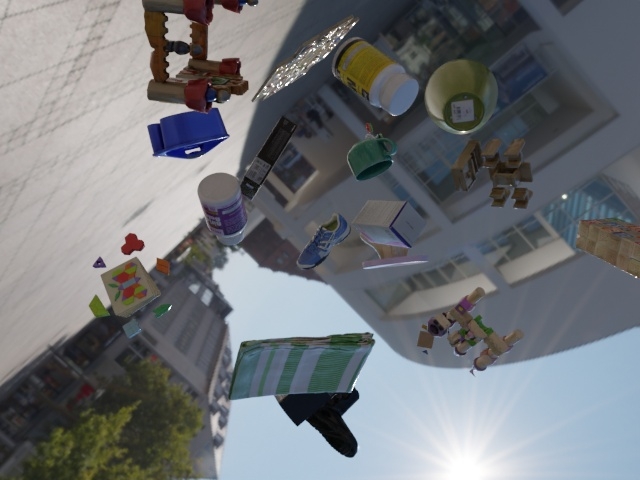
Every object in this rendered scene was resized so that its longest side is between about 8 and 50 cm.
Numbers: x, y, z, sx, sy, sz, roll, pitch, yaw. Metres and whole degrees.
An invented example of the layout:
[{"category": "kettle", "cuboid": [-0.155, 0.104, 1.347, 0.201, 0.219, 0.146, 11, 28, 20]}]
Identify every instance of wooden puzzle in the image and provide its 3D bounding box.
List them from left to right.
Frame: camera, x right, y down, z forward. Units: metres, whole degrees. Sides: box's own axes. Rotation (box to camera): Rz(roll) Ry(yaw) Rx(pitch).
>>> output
[{"category": "wooden puzzle", "cuboid": [0.441, 0.414, 2.320, 0.079, 0.014, 0.116, 11, -104, 39]}]

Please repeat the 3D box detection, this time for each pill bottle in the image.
[{"category": "pill bottle", "cuboid": [-0.388, -0.118, 2.252, 0.169, 0.169, 0.301, -49, 154, -29]}, {"category": "pill bottle", "cuboid": [0.136, -0.407, 1.384, 0.119, 0.208, 0.119, -32, 149, -22]}]

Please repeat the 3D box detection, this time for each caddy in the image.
[{"category": "caddy", "cuboid": [-0.539, -0.424, 2.284, 0.341, 0.179, 0.241, -23, -170, -41]}]

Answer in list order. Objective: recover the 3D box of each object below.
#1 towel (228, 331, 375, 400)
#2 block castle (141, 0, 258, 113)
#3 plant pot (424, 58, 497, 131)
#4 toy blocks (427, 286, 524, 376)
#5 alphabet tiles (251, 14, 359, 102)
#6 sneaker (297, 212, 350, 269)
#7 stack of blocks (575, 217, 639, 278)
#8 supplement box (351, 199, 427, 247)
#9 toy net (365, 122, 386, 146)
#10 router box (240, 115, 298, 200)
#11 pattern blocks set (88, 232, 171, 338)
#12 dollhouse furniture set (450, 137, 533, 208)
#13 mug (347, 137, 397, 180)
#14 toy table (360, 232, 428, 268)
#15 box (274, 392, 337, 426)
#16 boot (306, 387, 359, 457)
[{"category": "towel", "cuboid": [-0.048, 0.312, 1.349, 0.247, 0.325, 0.038, 107, -25, -42]}, {"category": "block castle", "cuboid": [-0.301, -0.531, 1.497, 0.453, 0.213, 0.302, -82, 178, -64]}, {"category": "plant pot", "cuboid": [0.511, -0.493, 2.002, 0.275, 0.275, 0.293, -40, -168, 26]}, {"category": "toy blocks", "cuboid": [0.577, 0.398, 2.220, 0.309, 0.288, 0.260, -28, 160, -34]}, {"category": "alphabet tiles", "cuboid": [-0.045, -0.483, 1.495, 0.285, 0.011, 0.343, -38, -173, -24]}, {"category": "sneaker", "cuboid": [0.000, 0.000, 1.689, 0.080, 0.081, 0.211, 30, -110, 37]}, {"category": "stack of blocks", "cuboid": [0.873, 0.020, 1.520, 0.171, 0.087, 0.297, -3, -161, -14]}, {"category": "supplement box", "cuboid": [0.225, -0.058, 1.842, 0.113, 0.111, 0.220, -55, -151, -16]}, {"category": "toy net", "cuboid": [0.210, -0.401, 2.166, 0.045, 0.122, 0.232, -15, -169, 16]}, {"category": "router box", "cuboid": [-0.224, -0.336, 2.304, 0.308, 0.081, 0.243, -61, -171, -16]}, {"category": "pattern blocks set", "cuboid": [-0.629, 0.147, 1.825, 0.285, 0.325, 0.026, -43, 157, -14]}, {"category": "dollhouse furniture set", "cuboid": [0.584, -0.243, 1.838, 0.242, 0.212, 0.161, 8, -134, 38]}, {"category": "mug", "cuboid": [0.162, -0.266, 1.742, 0.158, 0.097, 0.129, -26, 167, 7]}, {"category": "toy table", "cuboid": [0.309, 0.028, 2.360, 0.275, 0.160, 0.252, -5, 173, -13]}, {"category": "box", "cuboid": [-0.059, 0.440, 1.722, 0.184, 0.103, 0.261, -35, -169, -11]}, {"category": "boot", "cuboid": [0.075, 0.578, 1.867, 0.207, 0.247, 0.094, -30, 148, -44]}]
